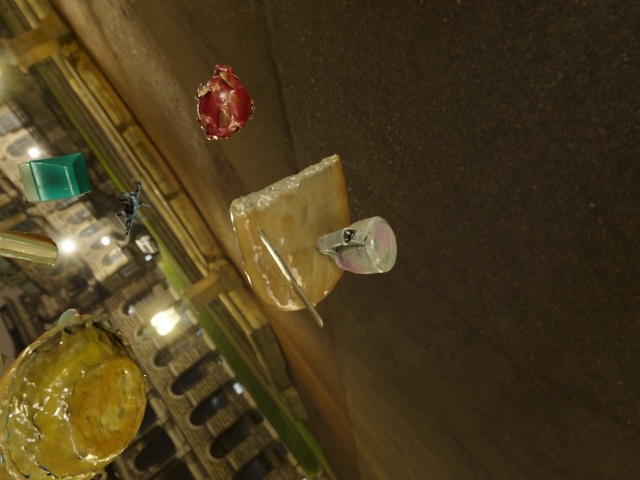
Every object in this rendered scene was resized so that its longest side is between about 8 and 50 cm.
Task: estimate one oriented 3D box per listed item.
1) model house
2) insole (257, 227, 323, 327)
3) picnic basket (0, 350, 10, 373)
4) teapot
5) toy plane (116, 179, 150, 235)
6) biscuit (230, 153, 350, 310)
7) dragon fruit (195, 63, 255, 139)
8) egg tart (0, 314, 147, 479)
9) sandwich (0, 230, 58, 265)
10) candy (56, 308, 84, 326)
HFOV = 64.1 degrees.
[{"bbox_3d":[-0.632,-0.152,1.232,0.148,0.127,0.101,6,110,40],"label":"model house"},{"bbox_3d":[-0.064,0.075,1.047,0.248,0.011,0.081,54,168,21],"label":"insole"},{"bbox_3d":[-1.221,0.468,1.839,0.115,0.164,0.079,2,145,22],"label":"picnic basket"},{"bbox_3d":[0.104,0.030,1.500,0.178,0.221,0.163,-13,96,40],"label":"teapot"},{"bbox_3d":[-0.535,-0.102,1.444,0.078,0.169,0.246,12,172,-10],"label":"toy plane"},{"bbox_3d":[-0.060,0.000,1.546,0.104,0.429,0.447,9,115,43],"label":"biscuit"},{"bbox_3d":[-0.214,-0.309,1.157,0.136,0.132,0.166,-100,18,-77],"label":"dragon fruit"},{"bbox_3d":[-0.507,0.357,1.104,0.168,0.388,0.388,2,138,22],"label":"egg tart"},{"bbox_3d":[-0.913,0.023,1.568,0.113,0.079,0.163,23,-172,30],"label":"sandwich"},{"bbox_3d":[-0.877,0.290,1.795,0.103,0.103,0.043,42,176,36],"label":"candy"}]
